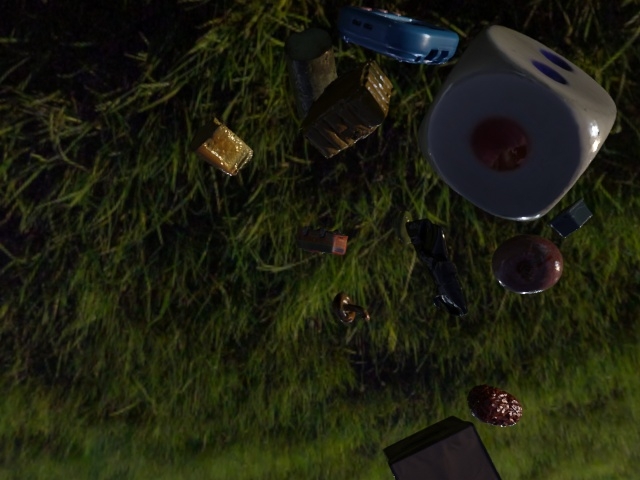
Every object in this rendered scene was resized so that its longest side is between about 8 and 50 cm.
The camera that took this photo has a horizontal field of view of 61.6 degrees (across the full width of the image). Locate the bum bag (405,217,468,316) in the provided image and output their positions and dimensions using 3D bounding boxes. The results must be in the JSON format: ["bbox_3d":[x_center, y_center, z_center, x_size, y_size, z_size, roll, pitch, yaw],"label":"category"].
[{"bbox_3d":[0.272,0.065,1.254,0.060,0.248,0.123,-32,-166,-16],"label":"bum bag"}]

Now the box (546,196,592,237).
[{"bbox_3d":[0.612,-0.054,1.312,0.099,0.054,0.074,-31,170,-34],"label":"box"}]

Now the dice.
[{"bbox_3d":[0.393,-0.241,1.103,0.304,0.304,0.277,34,126,8],"label":"dice"}]

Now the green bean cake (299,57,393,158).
[{"bbox_3d":[0.073,-0.343,1.410,0.224,0.230,0.131,-28,119,36],"label":"green bean cake"}]

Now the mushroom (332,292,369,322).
[{"bbox_3d":[0.087,0.216,1.621,0.129,0.073,0.088,35,-172,31],"label":"mushroom"}]

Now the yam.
[{"bbox_3d":[-0.022,-0.546,1.824,0.168,0.168,0.304,-5,141,8],"label":"yam"}]

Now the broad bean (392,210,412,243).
[{"bbox_3d":[0.419,-0.069,2.673,0.124,0.175,0.082,-32,-166,-29],"label":"broad bean"}]

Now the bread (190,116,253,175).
[{"bbox_3d":[-0.319,-0.298,1.680,0.140,0.160,0.169,-49,133,1],"label":"bread"}]

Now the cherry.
[{"bbox_3d":[0.735,0.084,1.921,0.236,0.285,0.213,18,112,9],"label":"cherry"}]

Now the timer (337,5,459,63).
[{"bbox_3d":[0.232,-0.619,1.620,0.340,0.309,0.115,-19,131,-48],"label":"timer"}]

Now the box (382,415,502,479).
[{"bbox_3d":[0.326,0.620,1.479,0.252,0.188,0.153,-27,178,-6],"label":"box"}]

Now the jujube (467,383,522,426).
[{"bbox_3d":[0.532,0.507,1.641,0.176,0.112,0.109,21,163,-20],"label":"jujube"}]

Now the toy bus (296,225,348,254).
[{"bbox_3d":[0.000,0.000,1.584,0.065,0.077,0.192,7,180,-36],"label":"toy bus"}]
